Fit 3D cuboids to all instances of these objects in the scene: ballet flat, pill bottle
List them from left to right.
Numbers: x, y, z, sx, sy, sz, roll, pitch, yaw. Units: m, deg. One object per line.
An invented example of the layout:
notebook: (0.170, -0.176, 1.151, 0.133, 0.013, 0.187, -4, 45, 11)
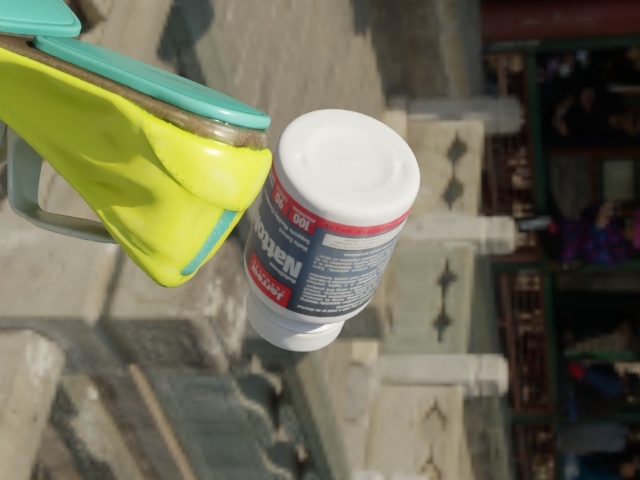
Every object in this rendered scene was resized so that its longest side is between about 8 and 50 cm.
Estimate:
ballet flat: (-0.112, -0.054, 0.498, 0.077, 0.231, 0.077, 1, 115, -51)
pill bottle: (0.000, 0.000, 0.985, 0.180, 0.108, 0.108, 110, -6, -46)
